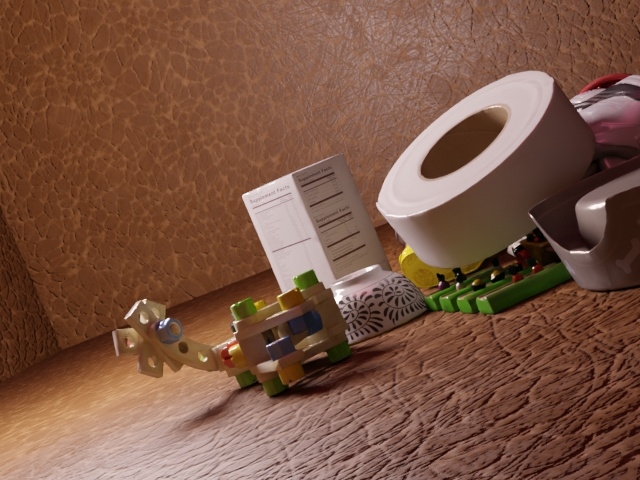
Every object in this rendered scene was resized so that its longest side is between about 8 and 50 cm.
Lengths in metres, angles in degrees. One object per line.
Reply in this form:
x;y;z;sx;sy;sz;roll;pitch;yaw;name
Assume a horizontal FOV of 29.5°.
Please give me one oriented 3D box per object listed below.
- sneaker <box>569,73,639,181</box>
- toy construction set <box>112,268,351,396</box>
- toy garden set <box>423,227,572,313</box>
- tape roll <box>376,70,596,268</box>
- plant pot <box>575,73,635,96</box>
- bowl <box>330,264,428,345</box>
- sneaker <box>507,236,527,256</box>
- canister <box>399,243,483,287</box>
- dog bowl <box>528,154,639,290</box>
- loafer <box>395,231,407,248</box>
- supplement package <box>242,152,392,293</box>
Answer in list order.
0.338;-0.098;1.708;0.366;0.137;0.210;-22;25;47;sneaker
-0.099;0.129;1.551;0.328;0.151;0.215;-6;13;38;toy construction set
0.251;0.028;1.524;0.204;0.049;0.244;-23;3;-13;toy garden set
0.214;-0.094;1.598;0.286;0.100;0.286;-35;21;16;tape roll
0.537;-0.197;2.235;0.191;0.191;0.174;-23;-5;0;plant pot
0.063;0.083;1.668;0.170;0.080;0.170;-21;3;1;bowl
0.287;0.011;1.743;0.037;0.031;0.083;-24;3;-25;sneaker
0.193;-0.016;1.881;0.126;0.073;0.170;-23;29;25;canister
0.402;-0.049;1.293;0.349;0.102;0.349;-22;3;1;dog bowl
0.261;-0.053;2.143;0.134;0.130;0.366;6;-31;-32;loafer
0.000;0.000;2.017;0.139;0.244;0.134;-19;5;45;supplement package
